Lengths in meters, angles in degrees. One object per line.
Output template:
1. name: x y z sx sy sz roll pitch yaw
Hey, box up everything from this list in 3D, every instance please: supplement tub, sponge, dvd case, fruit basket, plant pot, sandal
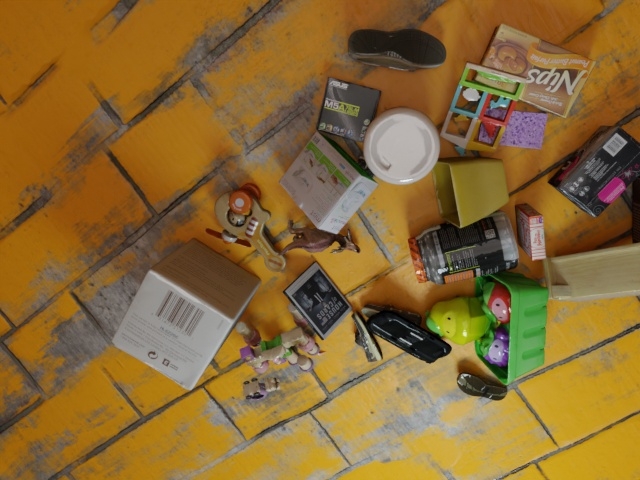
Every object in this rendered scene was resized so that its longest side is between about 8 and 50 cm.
1. supplement tub: 0.484 0.032 1.685 0.337 0.207 0.207 -14 103 12
2. sponge: 0.641 -0.375 1.639 0.209 0.031 0.117 8 107 6
3. dvd case: -0.007 0.226 1.844 0.239 0.179 0.029 51 150 -7
4. fruit basket: 0.576 0.291 1.731 0.391 0.283 0.393 -2 105 -9
5. supplement tub: 0.255 -0.310 1.564 0.228 0.316 0.229 2 106 8
6. plant pot: 0.502 -0.183 1.634 0.187 0.212 0.212 -14 103 -2
7. sandal: 0.619 0.555 1.893 0.219 0.060 0.090 17 114 -12

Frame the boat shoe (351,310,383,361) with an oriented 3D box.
1. boat shoe: 0.167 0.380 1.895 0.073 0.080 0.224 -27 105 9

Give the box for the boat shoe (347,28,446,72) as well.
1. boat shoe: 0.247 -0.616 1.605 0.320 0.103 0.118 4 87 1

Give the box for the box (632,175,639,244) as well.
1. box: 1.121 -0.020 1.587 0.143 0.191 0.382 -8 105 10

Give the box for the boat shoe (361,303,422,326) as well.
1. boat shoe: 0.271 0.283 1.861 0.227 0.069 0.081 19 149 9

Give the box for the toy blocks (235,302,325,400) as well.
1. toy blocks: -0.141 0.449 1.876 0.288 0.309 0.260 -21 144 6

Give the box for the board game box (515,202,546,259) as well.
1. board game box: 0.701 -0.033 1.641 0.045 0.193 0.147 -8 104 10

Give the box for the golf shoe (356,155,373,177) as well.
1. golf shoe: 0.092 -0.227 1.750 0.198 0.077 0.094 -26 78 16

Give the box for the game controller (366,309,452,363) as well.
1. game controller: 0.329 0.358 1.824 0.319 0.067 0.166 30 135 -12

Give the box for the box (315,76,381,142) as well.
1. box: 0.096 -0.449 1.692 0.190 0.045 0.184 16 109 3

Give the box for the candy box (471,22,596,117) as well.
1. candy box: 0.671 -0.537 1.559 0.316 0.087 0.183 23 109 1

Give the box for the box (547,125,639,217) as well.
1. box: 0.898 -0.227 1.586 0.163 0.142 0.247 38 106 -2

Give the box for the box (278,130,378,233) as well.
1. box: 0.020 -0.195 1.666 0.231 0.126 0.262 -52 57 17

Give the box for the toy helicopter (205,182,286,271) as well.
1. toy helicopter: -0.263 -0.021 1.820 0.234 0.140 0.355 -34 101 17

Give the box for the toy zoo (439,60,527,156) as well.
1. toy zoo: 0.513 -0.409 1.591 0.192 0.030 0.293 18 125 6

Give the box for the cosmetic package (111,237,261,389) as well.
1. cosmetic package: -0.467 0.250 1.786 0.329 0.394 0.328 32 107 -1

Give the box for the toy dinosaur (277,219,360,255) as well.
1. toy dinosaur: 0.000 0.000 1.742 0.200 0.295 0.127 45 141 34

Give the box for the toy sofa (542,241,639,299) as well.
1. toy sofa: 0.933 0.105 1.585 0.362 0.177 0.150 -18 69 50
